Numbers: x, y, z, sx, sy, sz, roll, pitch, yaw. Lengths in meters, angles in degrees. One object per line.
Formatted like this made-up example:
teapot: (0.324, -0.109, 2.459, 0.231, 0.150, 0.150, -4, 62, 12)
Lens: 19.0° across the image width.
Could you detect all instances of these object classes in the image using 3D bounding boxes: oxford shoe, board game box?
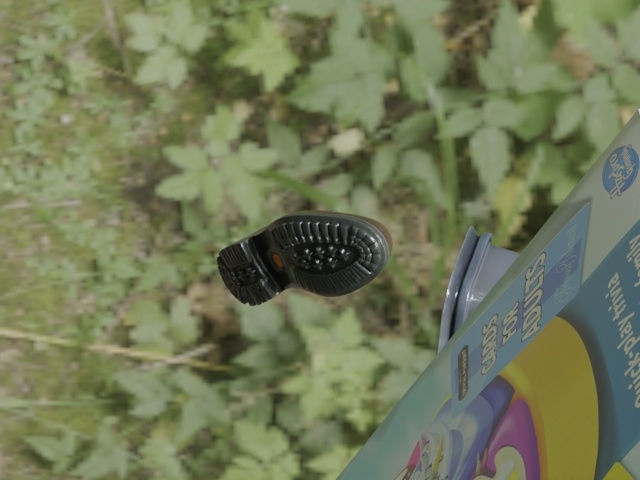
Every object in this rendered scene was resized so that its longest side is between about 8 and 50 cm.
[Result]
oxford shoe: (0.000, 0.000, 1.734, 0.096, 0.227, 0.083, -31, 105, -32)
board game box: (0.059, 0.147, 0.691, 0.079, 0.336, 0.254, 31, 24, -15)

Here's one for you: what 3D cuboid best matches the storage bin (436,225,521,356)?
storage bin: (0.123, 0.067, 1.184, 0.098, 0.091, 0.135, -64, 164, -53)
